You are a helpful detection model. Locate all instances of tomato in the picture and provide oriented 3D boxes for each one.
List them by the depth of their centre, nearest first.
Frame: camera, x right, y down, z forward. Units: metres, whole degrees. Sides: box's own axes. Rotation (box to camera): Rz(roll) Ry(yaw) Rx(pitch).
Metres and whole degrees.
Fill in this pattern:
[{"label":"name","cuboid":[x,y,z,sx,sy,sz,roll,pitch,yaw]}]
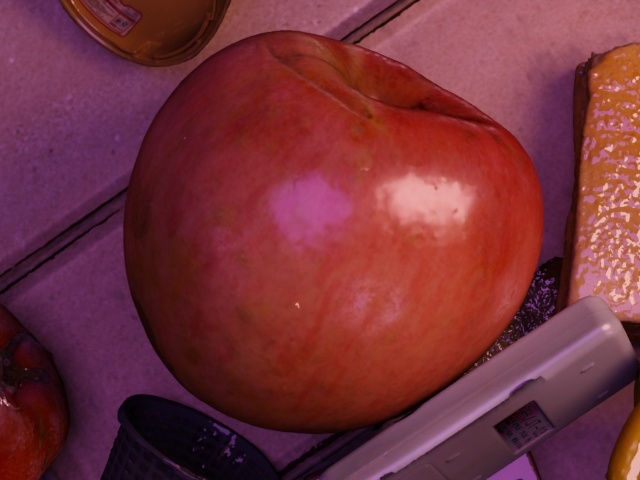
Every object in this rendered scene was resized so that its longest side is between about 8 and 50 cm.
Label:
[{"label":"tomato","cuboid":[-0.359,0.162,1.278,0.188,0.232,0.232,-35,80,19]}]

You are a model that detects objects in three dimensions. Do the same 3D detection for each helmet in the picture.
[{"label":"helmet","cuboid":[-0.150,-0.296,1.309,0.205,0.257,0.140,50,50,-13]}]

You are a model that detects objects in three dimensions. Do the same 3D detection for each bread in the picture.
[{"label":"bread","cuboid":[0.322,-0.042,1.246,0.184,0.114,0.275,5,77,8]}]

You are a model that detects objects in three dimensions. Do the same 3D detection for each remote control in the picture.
[{"label":"remote control","cuboid":[0.135,0.161,1.142,0.296,0.140,0.056,-34,56,5]}]

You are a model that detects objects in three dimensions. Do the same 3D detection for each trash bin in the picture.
[{"label":"trash bin","cuboid":[-0.145,0.260,1.270,0.175,0.175,0.161,30,100,10]}]

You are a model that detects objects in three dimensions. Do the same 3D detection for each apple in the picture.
[{"label":"apple","cuboid":[0.000,0.000,1.178,0.364,0.364,0.364,-1,84,8]}]

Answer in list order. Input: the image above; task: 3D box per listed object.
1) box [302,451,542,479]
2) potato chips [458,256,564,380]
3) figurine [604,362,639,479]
[{"label":"box","cuboid":[0.117,0.282,1.251,0.215,0.086,0.215,-23,86,5]},{"label":"potato chips","cuboid":[0.181,0.092,1.304,0.142,0.026,0.209,34,91,7]},{"label":"figurine","cuboid":[0.347,0.166,1.126,0.218,0.327,0.169,-37,44,2]}]
